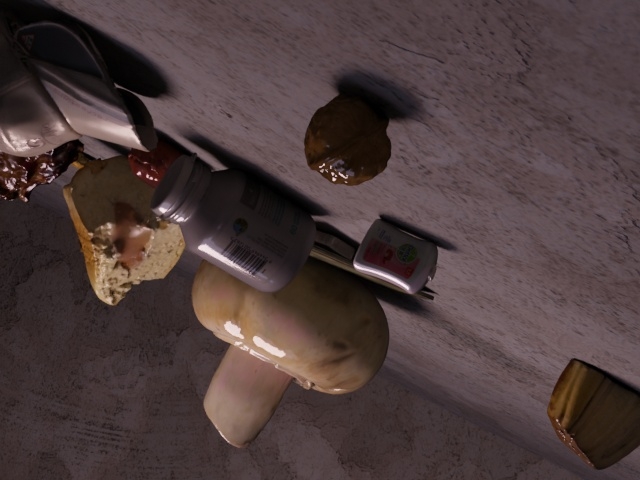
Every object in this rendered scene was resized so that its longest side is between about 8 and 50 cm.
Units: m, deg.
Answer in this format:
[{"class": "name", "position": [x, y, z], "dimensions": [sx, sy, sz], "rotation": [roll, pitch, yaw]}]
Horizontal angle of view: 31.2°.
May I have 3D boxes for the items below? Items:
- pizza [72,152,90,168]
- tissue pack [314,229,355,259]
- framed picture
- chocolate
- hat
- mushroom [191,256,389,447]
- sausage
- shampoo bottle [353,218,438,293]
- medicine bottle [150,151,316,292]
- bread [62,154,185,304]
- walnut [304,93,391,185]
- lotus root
[{"class": "pizza", "position": [-0.501, -0.174, 2.293], "dimensions": [0.109, 0.026, 0.123], "rotation": [37, 170, -31]}, {"class": "tissue pack", "position": [0.000, 0.000, 1.754], "dimensions": [0.108, 0.023, 0.056], "rotation": [18, 169, 47]}, {"class": "framed picture", "position": [0.045, 0.042, 1.783], "dimensions": [0.231, 0.010, 0.173], "rotation": [23, 176, -25]}, {"class": "chocolate", "position": [-0.578, -0.159, 2.136], "dimensions": [0.224, 0.177, 0.206], "rotation": [29, 171, -16]}, {"class": "hat", "position": [-0.323, -0.169, 1.386], "dimensions": [0.275, 0.161, 0.232], "rotation": [23, 174, 12]}, {"class": "mushroom", "position": [-0.072, 0.140, 1.974], "dimensions": [0.325, 0.353, 0.353], "rotation": [62, -178, 20]}, {"class": "sausage", "position": [-0.225, -0.104, 1.706], "dimensions": [0.141, 0.076, 0.076], "rotation": [33, 170, -38]}, {"class": "shampoo bottle", "position": [0.099, 0.023, 1.426], "dimensions": [0.099, 0.072, 0.043], "rotation": [25, 169, 20]}, {"class": "medicine bottle", "position": [-0.125, -0.029, 1.615], "dimensions": [0.215, 0.135, 0.135], "rotation": [32, 170, -21]}, {"class": "bread", "position": [-0.354, -0.040, 2.035], "dimensions": [0.211, 0.184, 0.224], "rotation": [57, 154, 21]}, {"class": "walnut", "position": [0.025, -0.089, 1.019], "dimensions": [0.079, 0.082, 0.096], "rotation": [59, 167, -9]}, {"class": "lotus root", "position": [0.403, 0.253, 1.698], "dimensions": [0.159, 0.135, 0.095], "rotation": [43, 171, -6]}]
